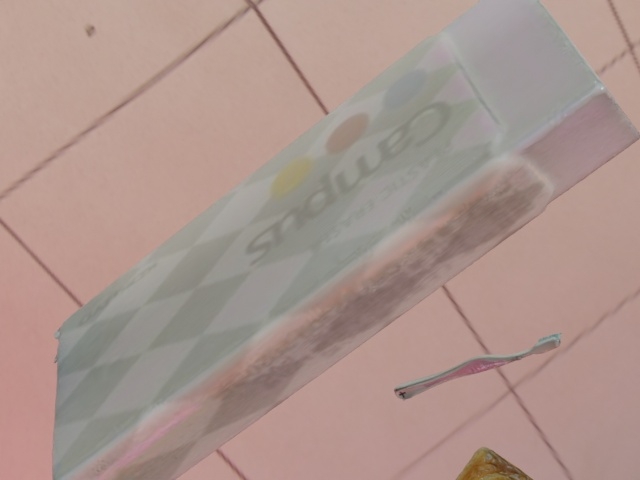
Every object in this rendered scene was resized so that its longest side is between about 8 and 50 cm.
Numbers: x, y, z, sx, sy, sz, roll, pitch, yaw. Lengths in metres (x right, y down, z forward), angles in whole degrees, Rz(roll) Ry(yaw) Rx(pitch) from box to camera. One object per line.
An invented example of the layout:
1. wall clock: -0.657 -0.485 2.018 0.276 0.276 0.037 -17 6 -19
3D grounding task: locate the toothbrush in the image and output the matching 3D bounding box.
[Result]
1. toothbrush: 0.150 0.126 1.237 0.204 0.022 0.017 -25 103 37

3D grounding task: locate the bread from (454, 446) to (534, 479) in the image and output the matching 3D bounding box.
1. bread: 0.254 0.387 1.764 0.149 0.158 0.143 -48 150 -4

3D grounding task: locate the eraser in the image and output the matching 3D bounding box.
1. eraser: 0.000 0.001 0.799 0.397 0.213 0.082 -37 120 13
